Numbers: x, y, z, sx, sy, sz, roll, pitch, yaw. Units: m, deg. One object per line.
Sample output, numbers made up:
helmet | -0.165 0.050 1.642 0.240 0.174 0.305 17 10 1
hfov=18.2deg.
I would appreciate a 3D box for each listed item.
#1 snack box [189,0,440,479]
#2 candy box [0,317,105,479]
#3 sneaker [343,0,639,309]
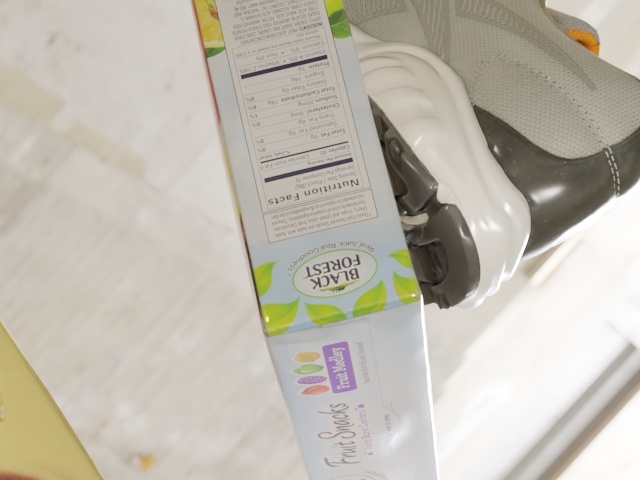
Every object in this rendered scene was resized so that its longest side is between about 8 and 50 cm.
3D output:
snack box | 0.000 0.000 0.486 0.141 0.037 0.100 78 0 -66
candy box | -0.116 0.106 0.481 0.087 0.183 0.316 -19 64 -38
sneaker | 0.037 -0.070 0.761 0.271 0.108 0.100 -127 -162 -52
